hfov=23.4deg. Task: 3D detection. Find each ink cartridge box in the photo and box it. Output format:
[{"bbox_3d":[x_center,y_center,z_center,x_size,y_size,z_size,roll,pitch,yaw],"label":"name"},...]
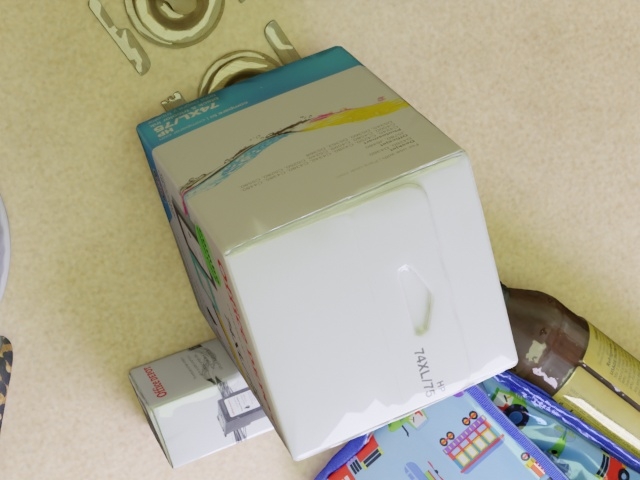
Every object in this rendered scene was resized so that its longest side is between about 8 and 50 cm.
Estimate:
[{"bbox_3d":[-0.081,0.129,1.340,0.150,0.109,0.063,-21,107,-11],"label":"ink cartridge box"},{"bbox_3d":[0.000,0.000,1.237,0.197,0.270,0.198,-22,119,-11],"label":"ink cartridge box"}]

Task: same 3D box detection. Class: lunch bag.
[{"bbox_3d":[0.141,0.239,1.377,0.293,0.138,0.221,39,121,-10],"label":"lunch bag"}]

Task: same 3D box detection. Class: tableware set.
[{"bbox_3d":[-0.091,-0.165,1.327,0.128,0.039,0.194,-38,106,-7],"label":"tableware set"}]

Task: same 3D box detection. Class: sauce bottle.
[{"bbox_3d":[0.220,0.119,1.422,0.344,0.111,0.111,39,88,-16],"label":"sauce bottle"}]

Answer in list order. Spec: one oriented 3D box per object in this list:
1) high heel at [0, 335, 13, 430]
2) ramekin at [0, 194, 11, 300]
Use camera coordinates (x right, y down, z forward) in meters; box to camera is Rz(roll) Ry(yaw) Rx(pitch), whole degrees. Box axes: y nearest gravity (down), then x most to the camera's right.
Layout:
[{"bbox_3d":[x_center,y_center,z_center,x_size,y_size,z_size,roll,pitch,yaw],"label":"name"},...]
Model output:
[{"bbox_3d":[-0.285,0.226,1.333,0.186,0.093,0.261,36,75,-40],"label":"high heel"},{"bbox_3d":[-0.383,0.015,1.230,0.273,0.127,0.272,-2,100,-14],"label":"ramekin"}]
